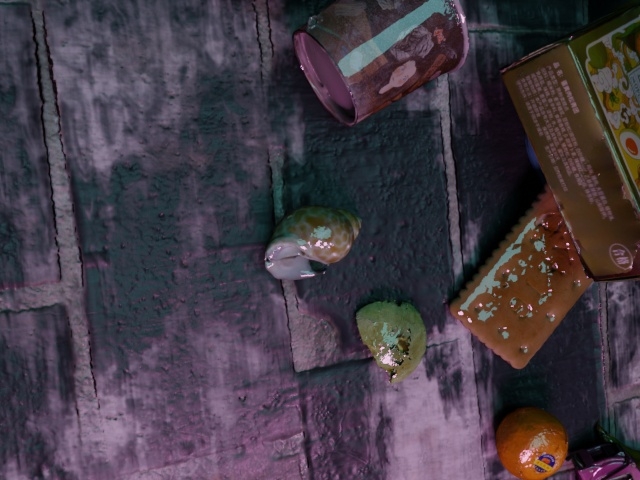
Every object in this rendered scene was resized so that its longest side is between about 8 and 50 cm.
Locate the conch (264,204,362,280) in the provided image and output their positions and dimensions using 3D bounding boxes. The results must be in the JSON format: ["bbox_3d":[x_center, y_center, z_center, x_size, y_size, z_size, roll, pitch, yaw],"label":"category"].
[{"bbox_3d":[-0.014,-0.004,0.878,0.173,0.106,0.116,-30,123,4],"label":"conch"}]

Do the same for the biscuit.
[{"bbox_3d":[0.409,0.068,1.016,0.217,0.044,0.325,41,89,-14],"label":"biscuit"}]

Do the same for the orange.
[{"bbox_3d":[0.393,0.376,1.007,0.135,0.117,0.136,0,107,-1],"label":"orange"}]

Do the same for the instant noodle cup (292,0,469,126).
[{"bbox_3d":[0.085,-0.308,0.850,0.207,0.217,0.217,-36,102,-7],"label":"instant noodle cup"}]

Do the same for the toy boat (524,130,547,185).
[{"bbox_3d":[0.447,-0.170,1.028,0.075,0.077,0.185,-30,100,-14],"label":"toy boat"}]

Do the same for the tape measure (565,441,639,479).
[{"bbox_3d":[0.568,0.468,1.075,0.125,0.074,0.118,-25,106,11],"label":"tape measure"}]

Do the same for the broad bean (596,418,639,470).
[{"bbox_3d":[0.663,0.451,1.134,0.227,0.039,0.069,30,77,-15],"label":"broad bean"}]

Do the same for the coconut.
[{"bbox_3d":[0.134,0.170,0.951,0.158,0.055,0.133,45,80,-15],"label":"coconut"}]

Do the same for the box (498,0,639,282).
[{"bbox_3d":[0.544,-0.192,0.970,0.373,0.138,0.420,-31,98,-35],"label":"box"}]
